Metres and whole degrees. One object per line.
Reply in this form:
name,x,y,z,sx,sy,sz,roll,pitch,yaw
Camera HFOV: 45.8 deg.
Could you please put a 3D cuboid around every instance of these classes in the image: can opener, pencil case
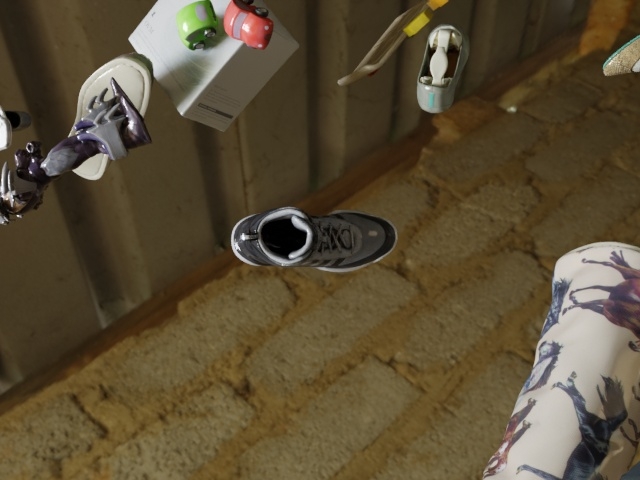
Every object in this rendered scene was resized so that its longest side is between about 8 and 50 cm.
can opener,-0.628,-0.173,1.331,0.095,0.283,0.076,-19,-82,-62
pencil case,0.313,0.208,0.944,0.411,0.159,0.183,-62,5,-23

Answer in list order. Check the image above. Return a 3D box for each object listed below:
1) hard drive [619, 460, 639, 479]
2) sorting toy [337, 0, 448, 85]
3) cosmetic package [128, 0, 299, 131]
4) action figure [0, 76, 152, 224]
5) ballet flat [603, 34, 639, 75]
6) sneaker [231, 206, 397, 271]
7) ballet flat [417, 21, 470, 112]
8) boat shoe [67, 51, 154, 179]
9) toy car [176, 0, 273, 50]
hard drive,0.374,0.209,0.761,0.135,0.022,0.094,-32,-9,-17
sorting toy,0.161,-0.405,1.515,0.229,0.041,0.307,-48,13,-9
cosmetic package,-0.201,-0.370,1.412,0.224,0.224,0.138,-45,-25,18
action figure,-0.385,-0.112,1.090,0.285,0.185,0.099,-35,-65,-4
ballet flat,0.600,-0.347,1.331,0.206,0.067,0.073,-40,-23,18
sneaker,0.000,0.000,1.165,0.268,0.153,0.101,-1,-91,-9
ballet flat,0.198,-0.295,1.208,0.068,0.072,0.213,76,-156,-53
boat shoe,-0.382,-0.240,1.403,0.324,0.116,0.097,-47,14,45
toy car,-0.182,-0.382,1.235,0.053,0.239,0.225,-11,-12,-40
